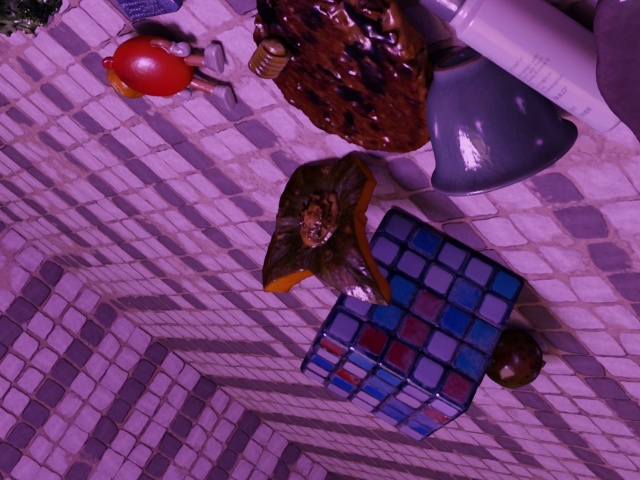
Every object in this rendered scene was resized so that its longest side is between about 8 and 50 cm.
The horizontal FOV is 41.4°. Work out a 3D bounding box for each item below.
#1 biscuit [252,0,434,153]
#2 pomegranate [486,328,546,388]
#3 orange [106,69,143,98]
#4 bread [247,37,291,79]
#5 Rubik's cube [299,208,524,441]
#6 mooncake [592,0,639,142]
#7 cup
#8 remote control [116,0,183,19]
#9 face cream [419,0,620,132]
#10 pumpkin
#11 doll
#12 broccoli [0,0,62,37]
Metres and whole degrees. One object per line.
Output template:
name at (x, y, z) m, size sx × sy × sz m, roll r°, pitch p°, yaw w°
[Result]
biscuit at (0.039, -0.253, 1.191) m, size 0.289 × 0.081 × 0.334 m, roll 24°, pitch 156°, yaw 23°
pomegranate at (0.384, 0.231, 1.686) m, size 0.130 × 0.130 × 0.130 m, roll 25°, pitch 155°, yaw 13°
orange at (-0.347, -0.299, 1.541) m, size 0.083 × 0.070 × 0.083 m, roll 37°, pitch 160°, yaw 16°
bread at (-0.072, -0.253, 1.192) m, size 0.049 × 0.033 × 0.088 m, roll 31°, pitch 159°, yaw -14°
Rubik's cube at (0.163, 0.165, 1.591) m, size 0.287 × 0.292 × 0.293 m, roll 30°, pitch 157°, yaw 3°
mooncake at (0.413, -0.195, 0.798) m, size 0.306 × 0.154 × 0.306 m, roll 25°, pitch 156°, yaw 12°
cup at (0.209, -0.169, 1.079) m, size 0.199 × 0.199 × 0.150 m, roll 0°, pitch 123°, yaw 48°
remote control at (-0.271, -0.380, 1.359) m, size 0.153 × 0.027 × 0.043 m, roll 7°, pitch 152°, yaw 44°
face cream at (0.228, -0.244, 0.984) m, size 0.311 × 0.092 × 0.092 m, roll 32°, pitch 155°, yaw -5°
pumpkin at (0.015, -0.020, 1.462) m, size 0.095 × 0.258 × 0.290 m, roll 23°, pitch 163°, yaw -40°
doll at (-0.262, -0.292, 1.453) m, size 0.217 × 0.085 × 0.183 m, roll 7°, pitch 153°, yaw 9°
broccoli at (-0.523, -0.431, 1.304) m, size 0.295 × 0.245 × 0.265 m, roll -23°, pitch 106°, yaw 32°
